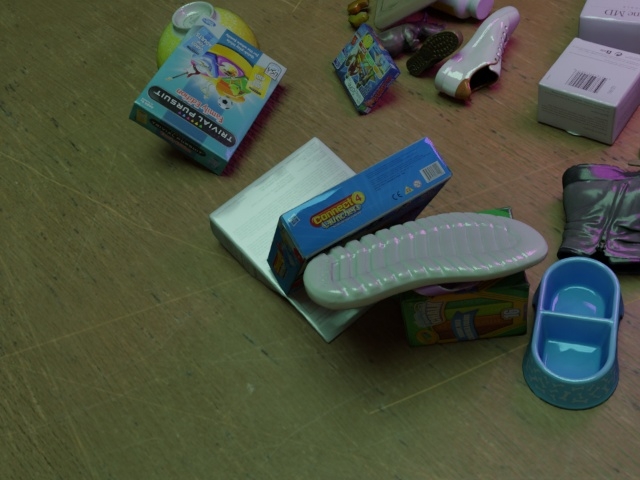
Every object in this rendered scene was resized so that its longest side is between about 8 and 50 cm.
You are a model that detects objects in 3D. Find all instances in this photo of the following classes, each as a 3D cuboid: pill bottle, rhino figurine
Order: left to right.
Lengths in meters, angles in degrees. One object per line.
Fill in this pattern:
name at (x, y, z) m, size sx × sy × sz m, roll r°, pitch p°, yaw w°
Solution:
rhino figurine at (0.219, -0.517, 2.004) m, size 0.243 × 0.073 × 0.106 m, roll -28°, pitch 54°, yaw -11°
pill bottle at (0.358, -0.645, 2.052) m, size 0.184 × 0.103 × 0.103 m, roll 34°, pitch 66°, yaw 32°

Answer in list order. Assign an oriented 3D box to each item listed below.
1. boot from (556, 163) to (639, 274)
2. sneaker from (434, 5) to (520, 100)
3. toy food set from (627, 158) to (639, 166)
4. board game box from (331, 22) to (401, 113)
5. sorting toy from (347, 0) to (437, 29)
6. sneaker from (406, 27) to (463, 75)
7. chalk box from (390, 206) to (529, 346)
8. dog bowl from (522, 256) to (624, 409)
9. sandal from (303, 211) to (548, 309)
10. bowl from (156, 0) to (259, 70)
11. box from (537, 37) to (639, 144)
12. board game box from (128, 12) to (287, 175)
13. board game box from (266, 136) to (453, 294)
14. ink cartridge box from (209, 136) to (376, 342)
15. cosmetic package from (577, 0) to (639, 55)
boot at (0.635, -0.034, 1.513) m, size 0.338 × 0.118 × 0.222 m, roll -3°, pitch 58°, yaw 20°
sneaker at (0.411, -0.441, 1.888) m, size 0.123 × 0.106 × 0.290 m, roll 36°, pitch 77°, yaw 27°
toy food set at (0.741, -0.192, 1.638) m, size 0.192 × 0.038 × 0.132 m, roll -42°, pitch 36°, yaw -25°
board game box at (0.109, -0.426, 1.930) m, size 0.136 × 0.035 × 0.201 m, roll -48°, pitch 44°, yaw 28°
sorting toy at (0.193, -0.650, 2.049) m, size 0.307 × 0.041 × 0.229 m, roll -21°, pitch 42°, yaw 29°
sneaker at (0.291, -0.474, 1.904) m, size 0.086 × 0.192 × 0.064 m, roll -41°, pitch 98°, yaw -32°
chalk box at (0.226, 0.076, 1.456) m, size 0.289 × 0.180 × 0.179 m, roll -9°, pitch 54°, yaw 8°
dog bowl at (0.460, 0.155, 1.410) m, size 0.166 × 0.074 × 0.297 m, roll 7°, pitch 54°, yaw 19°
sandal at (0.174, 0.045, 1.319) m, size 0.416 × 0.102 × 0.169 m, roll -9°, pitch 39°, yaw -8°
bowl at (-0.319, -0.544, 2.099) m, size 0.290 × 0.156 × 0.289 m, roll -6°, pitch 51°, yaw 8°
box at (0.605, -0.334, 1.735) m, size 0.181 × 0.119 × 0.182 m, roll 26°, pitch 61°, yaw 29°
board game box at (-0.266, -0.361, 1.905) m, size 0.254 × 0.079 × 0.336 m, roll 32°, pitch 58°, yaw -9°
board game box at (0.059, -0.036, 1.454) m, size 0.308 × 0.302 × 0.086 m, roll -29°, pitch 81°, yaw -15°
ink cartridge box at (0.000, 0.000, 1.660) m, size 0.308 × 0.091 × 0.385 m, roll -38°, pitch 70°, yaw -18°
cosmetic package at (0.789, -0.599, 1.877) m, size 0.230 × 0.161 × 0.453 m, roll 15°, pitch 57°, yaw 24°
